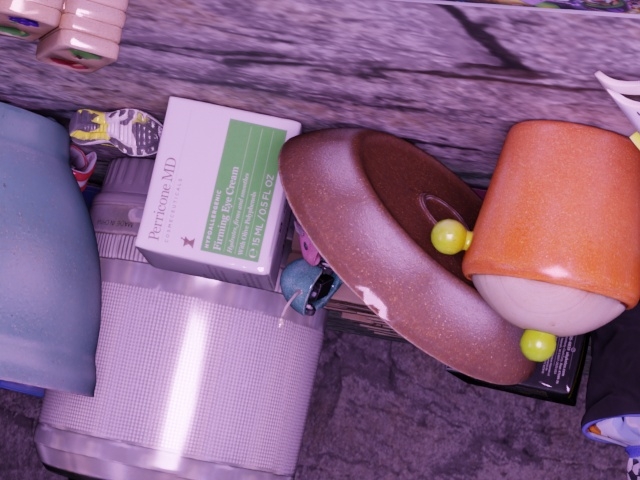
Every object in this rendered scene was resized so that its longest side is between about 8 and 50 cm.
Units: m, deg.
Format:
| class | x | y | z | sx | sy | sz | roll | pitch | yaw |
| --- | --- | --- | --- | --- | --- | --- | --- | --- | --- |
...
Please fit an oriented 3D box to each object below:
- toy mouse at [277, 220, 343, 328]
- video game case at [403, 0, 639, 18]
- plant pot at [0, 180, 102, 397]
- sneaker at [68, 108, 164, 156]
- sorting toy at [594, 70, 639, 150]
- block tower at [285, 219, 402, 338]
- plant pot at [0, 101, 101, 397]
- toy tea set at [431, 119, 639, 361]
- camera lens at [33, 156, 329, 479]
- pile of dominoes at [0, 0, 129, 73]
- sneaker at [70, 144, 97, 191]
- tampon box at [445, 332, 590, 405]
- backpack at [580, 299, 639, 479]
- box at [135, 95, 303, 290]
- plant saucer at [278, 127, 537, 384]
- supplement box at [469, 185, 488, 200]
| class | x | y | z | sx | sy | sz | roll | pitch | yaw |
| --- | --- | --- | --- | --- | --- | --- | --- | --- | --- |
| toy mouse | 0.000 | 0.000 | 1.122 | 0.031 | 0.143 | 0.161 | 30 | 153 | 15 |
| video game case | 0.009 | -0.113 | 0.551 | 0.190 | 0.022 | 0.173 | 8 | 172 | 26 |
| plant pot | -0.186 | 0.066 | 1.662 | 0.236 | 0.212 | 0.236 | 12 | 174 | -8 |
| sneaker | -0.130 | -0.075 | 1.143 | 0.083 | 0.031 | 0.035 | 13 | -171 | 32 |
| sorting toy | 0.161 | -0.055 | 0.752 | 0.075 | 0.045 | 0.083 | 38 | 161 | -29 |
| block tower | 0.063 | 0.027 | 1.393 | 0.097 | 0.091 | 0.335 | 11 | 174 | 14 |
| plant pot | -0.290 | -0.009 | 1.250 | 0.293 | 0.196 | 0.293 | 12 | 173 | 1 |
| toy tea set | 0.230 | 0.024 | 0.892 | 0.336 | 0.124 | 0.200 | 8 | 173 | 34 |
| camera lens | -0.109 | 0.087 | 1.408 | 0.219 | 0.274 | 0.219 | 12 | 174 | 1 |
| pile of dominoes | -0.207 | -0.128 | 0.739 | 0.251 | 0.040 | 0.196 | 14 | 174 | -21 |
| sneaker | -0.221 | -0.063 | 1.393 | 0.042 | 0.067 | 0.118 | 13 | -156 | -35 |
| tampon box | 0.173 | 0.067 | 1.403 | 0.101 | 0.120 | 0.161 | 11 | 174 | 12 |
| backpack | 0.339 | 0.107 | 1.147 | 0.263 | 0.213 | 0.276 | 3 | 175 | -26 |
| box | -0.062 | -0.028 | 1.078 | 0.087 | 0.101 | 0.102 | 12 | 172 | 3 |
| plant saucer | 0.063 | -0.002 | 0.983 | 0.199 | 0.036 | 0.198 | 36 | -157 | -18 |
| supplement box | 0.114 | 0.027 | 1.228 | 0.081 | 0.104 | 0.188 | 10 | 174 | 11 |
